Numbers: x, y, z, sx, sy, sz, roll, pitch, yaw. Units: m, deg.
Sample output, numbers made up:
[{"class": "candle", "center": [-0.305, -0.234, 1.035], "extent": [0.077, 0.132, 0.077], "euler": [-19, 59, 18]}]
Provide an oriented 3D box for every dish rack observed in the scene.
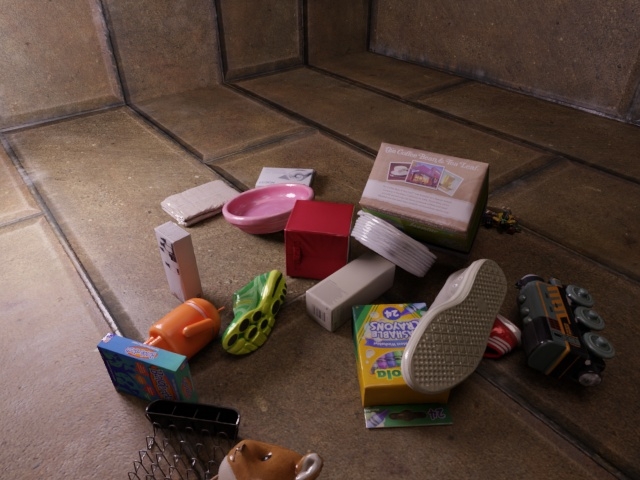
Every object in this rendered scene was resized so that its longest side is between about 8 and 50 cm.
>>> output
[{"class": "dish rack", "center": [-0.289, 0.461, 0.936], "extent": [0.208, 0.074, 0.271], "euler": [4, 36, 7]}]

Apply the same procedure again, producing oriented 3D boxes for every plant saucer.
[{"class": "plant saucer", "center": [-0.181, -0.113, 1.684], "extent": [0.332, 0.084, 0.332], "euler": [-9, 25, 4]}]

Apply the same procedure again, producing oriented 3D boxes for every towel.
[{"class": "towel", "center": [-0.453, -0.149, 1.811], "extent": [0.282, 0.049, 0.187], "euler": [-27, 45, -33]}]

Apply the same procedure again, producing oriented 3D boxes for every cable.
[{"class": "cable", "center": [0.210, 0.014, 1.355], "extent": [0.257, 0.089, 0.257], "euler": [32, 3, -6]}]

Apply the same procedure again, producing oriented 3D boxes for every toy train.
[{"class": "toy train", "center": [0.603, 0.213, 1.190], "extent": [0.190, 0.142, 0.334], "euler": [20, 37, -1]}]

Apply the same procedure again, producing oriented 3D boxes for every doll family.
[{"class": "doll family", "center": [0.631, -0.081, 1.692], "extent": [0.193, 0.076, 0.111], "euler": [11, 41, 23]}]

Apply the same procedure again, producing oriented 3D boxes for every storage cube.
[{"class": "storage cube", "center": [0.000, 0.000, 1.484], "extent": [0.193, 0.183, 0.215], "euler": [5, 35, 6]}]

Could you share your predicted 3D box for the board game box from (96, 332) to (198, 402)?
[{"class": "board game box", "center": [-0.396, 0.307, 1.077], "extent": [0.210, 0.160, 0.047], "euler": [11, 38, 16]}]

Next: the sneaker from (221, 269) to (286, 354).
[{"class": "sneaker", "center": [-0.192, 0.200, 1.296], "extent": [0.123, 0.109, 0.295], "euler": [-8, 31, 30]}]

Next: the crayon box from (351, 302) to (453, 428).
[{"class": "crayon box", "center": [0.194, 0.294, 1.158], "extent": [0.203, 0.083, 0.323], "euler": [-2, 36, -2]}]

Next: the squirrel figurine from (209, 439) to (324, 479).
[{"class": "squirrel figurine", "center": [-0.100, 0.526, 0.739], "extent": [0.397, 0.281, 0.370], "euler": [32, 34, 17]}]

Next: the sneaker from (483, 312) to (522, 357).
[{"class": "sneaker", "center": [0.416, 0.223, 1.254], "extent": [0.128, 0.087, 0.221], "euler": [-22, 40, -30]}]

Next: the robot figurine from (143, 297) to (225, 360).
[{"class": "robot figurine", "center": [-0.347, 0.234, 1.206], "extent": [0.128, 0.158, 0.219], "euler": [35, 46, 16]}]

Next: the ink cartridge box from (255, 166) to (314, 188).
[{"class": "ink cartridge box", "center": [-0.143, -0.265, 1.971], "extent": [0.223, 0.045, 0.224], "euler": [3, 35, 5]}]

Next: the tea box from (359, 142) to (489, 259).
[{"class": "tea box", "center": [0.339, -0.118, 1.482], "extent": [0.329, 0.323, 0.220], "euler": [17, 78, 24]}]

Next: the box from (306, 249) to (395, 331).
[{"class": "box", "center": [0.091, 0.141, 1.362], "extent": [0.275, 0.094, 0.113], "euler": [-29, 45, -34]}]

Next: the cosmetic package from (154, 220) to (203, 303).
[{"class": "cosmetic package", "center": [-0.403, 0.071, 1.338], "extent": [0.099, 0.239, 0.060], "euler": [30, 46, 35]}]

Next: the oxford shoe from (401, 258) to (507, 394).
[{"class": "oxford shoe", "center": [0.316, 0.204, 1.131], "extent": [0.130, 0.169, 0.449], "euler": [-29, 9, 49]}]
